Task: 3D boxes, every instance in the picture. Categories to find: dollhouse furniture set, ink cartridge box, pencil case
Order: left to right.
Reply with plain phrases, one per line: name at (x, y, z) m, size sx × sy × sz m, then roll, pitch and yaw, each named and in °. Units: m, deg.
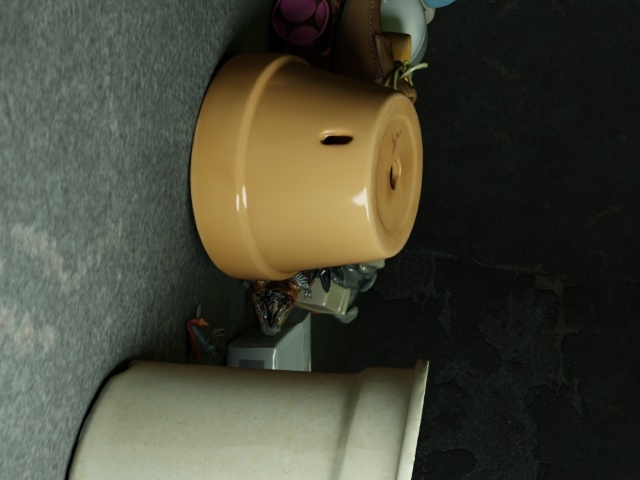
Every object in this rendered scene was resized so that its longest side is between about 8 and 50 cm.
ink cartridge box at (-0.082, 0.299, 1.505) m, size 0.385 × 0.091 × 0.308 m, roll -28°, pitch 119°, yaw -82°
pencil case at (-0.012, -0.342, 1.321) m, size 0.098 × 0.095 × 0.209 m, roll -50°, pitch 180°, yaw 13°
dollhouse furniture set at (0.000, 0.000, 1.585) m, size 0.262 × 0.135 × 0.259 m, roll 30°, pitch 70°, yaw -53°

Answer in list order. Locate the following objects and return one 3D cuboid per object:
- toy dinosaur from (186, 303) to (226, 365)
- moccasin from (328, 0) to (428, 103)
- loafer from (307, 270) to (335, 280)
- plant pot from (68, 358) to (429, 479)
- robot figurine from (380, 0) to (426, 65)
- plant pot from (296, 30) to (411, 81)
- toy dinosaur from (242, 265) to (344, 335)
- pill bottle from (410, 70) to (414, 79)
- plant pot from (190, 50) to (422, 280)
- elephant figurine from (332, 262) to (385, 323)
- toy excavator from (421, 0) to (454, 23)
toy dinosaur at (-0.152, 0.130, 1.092) m, size 0.090 × 0.047 × 0.082 m, roll -68°, pitch 151°, yaw -13°
moccasin at (0.086, -0.210, 1.269) m, size 0.139 × 0.146 × 0.380 m, roll 65°, pitch 25°, yaw -74°
loafer at (-0.001, -0.038, 1.748) m, size 0.095 × 0.109 × 0.303 m, roll -76°, pitch 170°, yaw -54°
plant pot at (-0.071, 0.257, 0.851) m, size 0.334 × 0.305 × 0.334 m, roll 9°, pitch 90°, yaw -82°
robot figurine at (0.112, -0.420, 1.704) m, size 0.300 × 0.199 × 0.353 m, roll -64°, pitch 174°, yaw 10°
plant pot at (0.051, -0.269, 1.497) m, size 0.205 × 0.187 × 0.205 m, roll 9°, pitch 90°, yaw -82°
toy dinosaur at (-0.063, -0.007, 1.340) m, size 0.218 × 0.164 × 0.322 m, roll -118°, pitch -162°, yaw -79°
pill bottle at (0.155, -0.432, 2.151) m, size 0.161 × 0.161 × 0.283 m, roll 90°, pitch 12°, yaw -52°
plant pot at (0.001, -0.085, 1.057) m, size 0.291 × 0.203 × 0.291 m, roll 6°, pitch 90°, yaw -66°
elephant figurine at (0.078, 0.065, 2.017) m, size 0.239 × 0.186 × 0.169 m, roll -52°, pitch 150°, yaw -6°
toy excavator at (0.246, -0.660, 2.169) m, size 0.445 × 0.432 × 0.222 m, roll 42°, pitch 54°, yaw -48°
